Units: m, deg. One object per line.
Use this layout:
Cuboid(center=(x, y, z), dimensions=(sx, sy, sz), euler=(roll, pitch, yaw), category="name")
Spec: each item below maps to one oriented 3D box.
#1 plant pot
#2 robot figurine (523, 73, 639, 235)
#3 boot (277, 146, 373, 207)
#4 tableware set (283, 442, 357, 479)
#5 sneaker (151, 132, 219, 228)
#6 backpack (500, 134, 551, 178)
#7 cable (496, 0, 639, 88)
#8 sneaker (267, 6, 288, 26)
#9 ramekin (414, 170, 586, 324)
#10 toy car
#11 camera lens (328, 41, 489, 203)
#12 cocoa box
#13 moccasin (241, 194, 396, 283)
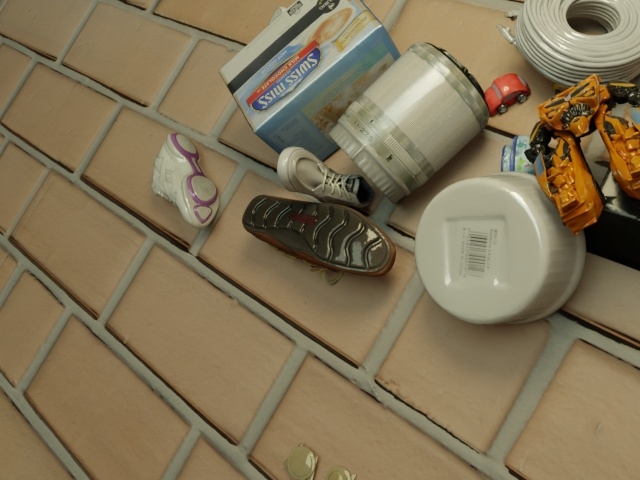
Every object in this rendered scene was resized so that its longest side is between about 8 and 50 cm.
Cuboid(center=(0.538, -0.064, 0.981), dimensions=(0.188, 0.167, 0.188), euler=(25, 84, 34), category="plant pot")
Cuboid(center=(0.423, -0.153, 0.939), dimensions=(0.211, 0.085, 0.291), euler=(-29, 36, 30), category="robot figurine")
Cuboid(center=(0.021, -0.127, 1.234), dimensions=(0.123, 0.258, 0.095), euler=(9, 87, 27), category="boot")
Cuboid(center=(-0.014, 0.489, 1.161), dimensions=(0.168, 0.020, 0.141), euler=(20, 83, 33), category="tableware set")
Cuboid(center=(-0.355, -0.132, 1.546), dimensions=(0.152, 0.114, 0.305), euler=(-43, 52, 24), category="sneaker")
Cuboid(center=(0.384, -0.142, 1.125), dimensions=(0.084, 0.114, 0.105), euler=(1, 73, 29), category="backpack")
Cuboid(center=(0.500, -0.401, 1.127), dimensions=(0.256, 0.089, 0.257), euler=(-24, 64, -8), category="cable")
Cuboid(center=(-0.080, -0.451, 1.502), dimensions=(0.282, 0.160, 0.102), euler=(-40, 56, 52), category="sneaker")
Cuboid(center=(0.298, 0.016, 1.043), dimensions=(0.277, 0.135, 0.278), euler=(2, 93, 42), category="ramekin")
Cuboid(center=(0.450, -0.368, 1.211), dimensions=(0.238, 0.053, 0.225), euler=(3, 73, 29), category="toy car")
Cuboid(center=(0.182, -0.238, 1.210), dimensions=(0.274, 0.219, 0.219), euler=(-43, 57, 8), category="camera lens")
Cuboid(center=(-0.005, -0.367, 1.352), dimensions=(0.347, 0.231, 0.228), euler=(-37, 58, 11), category="cocoa box")
Cuboid(center=(-0.001, 0.003, 1.272), dimensions=(0.379, 0.147, 0.139), euler=(9, 69, 37), category="moccasin")
